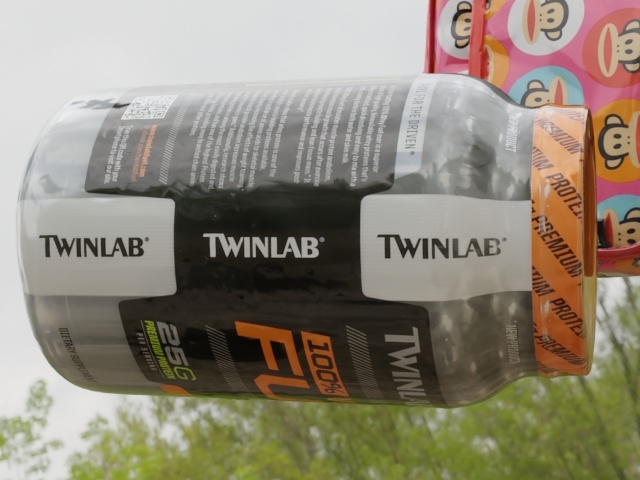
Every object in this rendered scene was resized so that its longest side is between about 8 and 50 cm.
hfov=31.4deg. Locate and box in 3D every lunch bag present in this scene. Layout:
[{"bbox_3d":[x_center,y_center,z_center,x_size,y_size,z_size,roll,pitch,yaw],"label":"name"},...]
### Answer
[{"bbox_3d":[0.184,-0.115,0.950,0.258,0.293,0.120,-3,-13,33],"label":"lunch bag"}]

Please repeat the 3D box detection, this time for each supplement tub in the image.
[{"bbox_3d":[0.000,0.000,0.676,0.316,0.194,0.193,-1,-22,17],"label":"supplement tub"}]
